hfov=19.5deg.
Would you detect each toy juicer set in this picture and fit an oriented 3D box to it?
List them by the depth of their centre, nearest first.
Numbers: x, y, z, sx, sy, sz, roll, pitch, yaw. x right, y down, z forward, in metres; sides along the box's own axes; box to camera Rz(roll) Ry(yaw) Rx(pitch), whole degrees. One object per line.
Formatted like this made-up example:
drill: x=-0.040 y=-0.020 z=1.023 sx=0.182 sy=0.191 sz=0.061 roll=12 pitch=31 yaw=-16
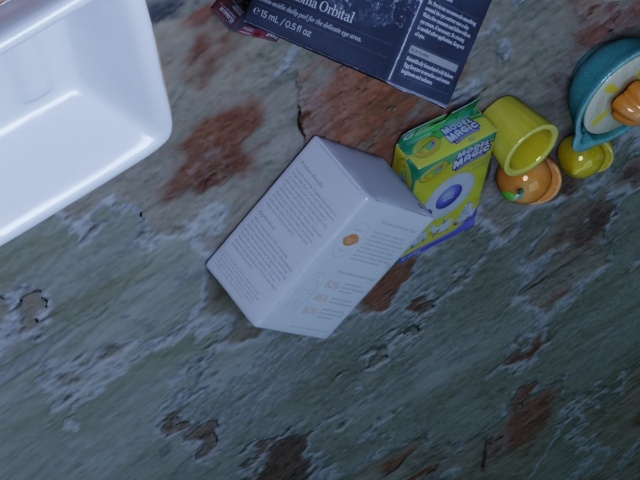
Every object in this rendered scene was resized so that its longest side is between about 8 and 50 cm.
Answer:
toy juicer set: x=0.320 y=-0.140 z=1.977 sx=0.329 sy=0.089 sz=0.209 roll=-35 pitch=151 yaw=-10

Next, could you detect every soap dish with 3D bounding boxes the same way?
soap dish: x=-0.255 y=-0.099 z=1.317 sx=0.291 sy=0.118 sz=0.229 roll=-32 pitch=150 yaw=-14

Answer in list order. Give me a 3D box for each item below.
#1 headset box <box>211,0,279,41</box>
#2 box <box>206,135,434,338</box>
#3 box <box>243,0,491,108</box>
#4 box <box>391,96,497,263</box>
headset box: x=-0.044 y=-0.200 z=1.516 sx=0.062 sy=0.032 sz=0.083 roll=5 pitch=129 yaw=-53
box: x=0.000 y=0.000 z=1.790 sx=0.170 sy=0.091 sz=0.130 roll=-49 pitch=150 yaw=16
box: x=0.047 y=-0.208 z=1.440 sx=0.093 sy=0.156 sz=0.158 roll=15 pitch=99 yaw=-54
box: x=0.120 y=-0.063 z=1.897 sx=0.105 sy=0.043 sz=0.179 roll=-27 pitch=147 yaw=-24
